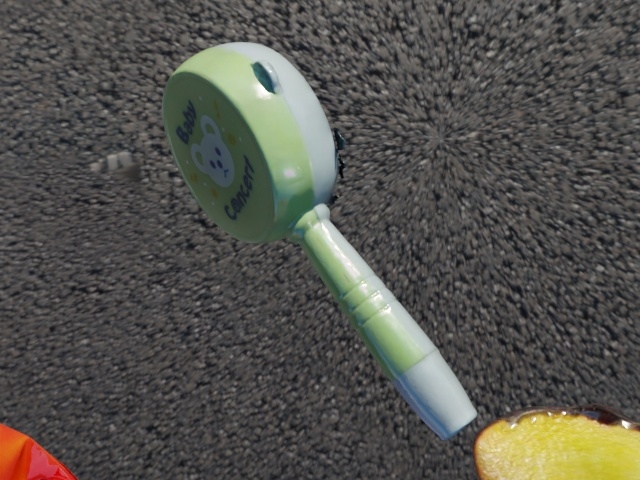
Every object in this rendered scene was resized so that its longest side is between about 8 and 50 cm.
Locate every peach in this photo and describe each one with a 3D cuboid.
[{"bbox_3d":[0.206,0.199,0.671,0.189,0.279,0.068,1,102,13],"label":"peach"}]

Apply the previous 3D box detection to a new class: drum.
[{"bbox_3d":[0.003,-0.013,0.496,0.049,0.130,0.253,-31,62,-30],"label":"drum"}]

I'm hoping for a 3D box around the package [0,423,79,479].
[{"bbox_3d":[-0.291,0.173,0.531,0.196,0.123,0.423,-35,129,18],"label":"package"}]
